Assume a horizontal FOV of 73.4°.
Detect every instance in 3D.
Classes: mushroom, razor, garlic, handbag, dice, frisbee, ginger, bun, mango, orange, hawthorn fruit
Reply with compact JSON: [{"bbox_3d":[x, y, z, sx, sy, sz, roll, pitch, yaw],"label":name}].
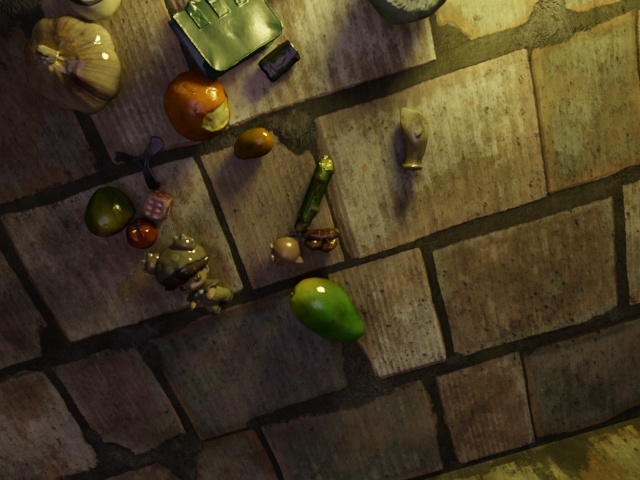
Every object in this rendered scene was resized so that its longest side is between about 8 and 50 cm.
[{"bbox_3d":[0.368,-0.393,1.673,0.108,0.096,0.247,-17,115,-25],"label":"mushroom"},{"bbox_3d":[-0.148,-0.655,1.565,0.148,0.054,0.090,-37,108,8],"label":"razor"},{"bbox_3d":[-0.834,-0.596,1.462,0.321,0.241,0.322,-12,125,-17],"label":"garlic"},{"bbox_3d":[-0.311,-0.719,1.448,0.326,0.089,0.239,-42,105,-21],"label":"handbag"},{"bbox_3d":[-0.639,-0.139,1.691,0.094,0.091,0.093,20,106,-10],"label":"dice"},{"bbox_3d":[-0.706,-0.314,1.669,0.187,0.012,0.211,14,108,-8],"label":"frisbee"},{"bbox_3d":[0.000,0.000,1.797,0.161,0.073,0.103,-2,96,3],"label":"ginger"},{"bbox_3d":[0.286,-0.910,1.433,0.353,0.194,0.355,-2,110,-6],"label":"bun"},{"bbox_3d":[-0.258,-0.370,1.640,0.163,0.089,0.111,-8,111,7],"label":"mango"},{"bbox_3d":[0.039,0.303,1.837,0.381,0.201,0.225,40,92,-18],"label":"mango"},{"bbox_3d":[-0.430,-0.472,1.516,0.239,0.240,0.240,-1,109,-3],"label":"orange"},{"bbox_3d":[-0.714,-0.025,1.719,0.125,0.140,0.125,3,76,-12],"label":"hawthorn fruit"},{"bbox_3d":[-0.751,-0.807,1.432,0.172,0.120,0.173,1,71,-4],"label":"bun"}]

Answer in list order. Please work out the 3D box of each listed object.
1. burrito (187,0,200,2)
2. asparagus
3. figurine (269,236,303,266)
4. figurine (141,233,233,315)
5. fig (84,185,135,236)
[{"bbox_3d":[-0.372,-0.762,1.504,0.226,0.060,0.087,49,55,-17],"label":"burrito"},{"bbox_3d":[-0.029,-0.174,1.730,0.081,0.085,0.343,14,107,-34],"label":"asparagus"},{"bbox_3d":[-0.142,0.047,1.782,0.137,0.125,0.125,-5,110,-15],"label":"figurine"},{"bbox_3d":[-0.518,0.148,1.758,0.248,0.203,0.381,-30,120,14],"label":"figurine"},{"bbox_3d":[-0.809,-0.111,1.646,0.180,0.181,0.191,-11,92,0],"label":"fig"}]
